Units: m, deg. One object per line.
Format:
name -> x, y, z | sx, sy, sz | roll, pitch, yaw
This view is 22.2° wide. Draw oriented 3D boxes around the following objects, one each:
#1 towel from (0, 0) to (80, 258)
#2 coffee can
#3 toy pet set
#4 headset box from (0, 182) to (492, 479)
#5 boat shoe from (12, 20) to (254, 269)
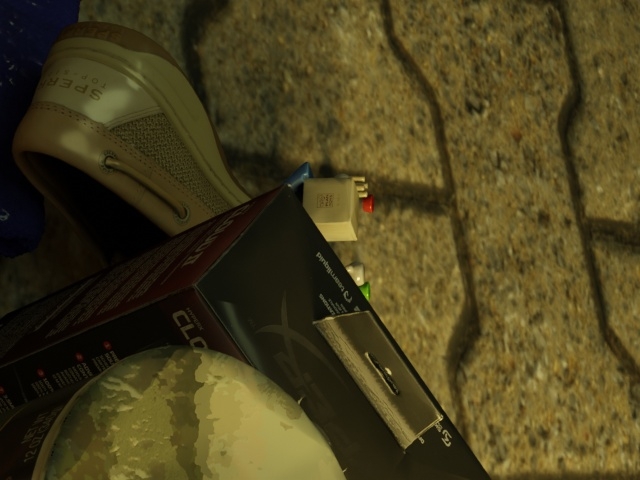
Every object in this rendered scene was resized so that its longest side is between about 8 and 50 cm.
towel -> -0.259, -0.154, 1.028 | 0.227, 0.076, 0.308 | 23, 56, -32
coffee can -> -0.140, 0.184, 0.803 | 0.201, 0.275, 0.202 | 25, 54, -40
toy pet set -> 0.000, 0.000, 1.265 | 0.114, 0.065, 0.122 | 67, 23, -64
headset box -> -0.062, 0.114, 0.940 | 0.218, 0.293, 0.110 | 55, 41, -13
boat shoe -> -0.093, 0.015, 1.060 | 0.341, 0.121, 0.110 | 56, 46, -40
